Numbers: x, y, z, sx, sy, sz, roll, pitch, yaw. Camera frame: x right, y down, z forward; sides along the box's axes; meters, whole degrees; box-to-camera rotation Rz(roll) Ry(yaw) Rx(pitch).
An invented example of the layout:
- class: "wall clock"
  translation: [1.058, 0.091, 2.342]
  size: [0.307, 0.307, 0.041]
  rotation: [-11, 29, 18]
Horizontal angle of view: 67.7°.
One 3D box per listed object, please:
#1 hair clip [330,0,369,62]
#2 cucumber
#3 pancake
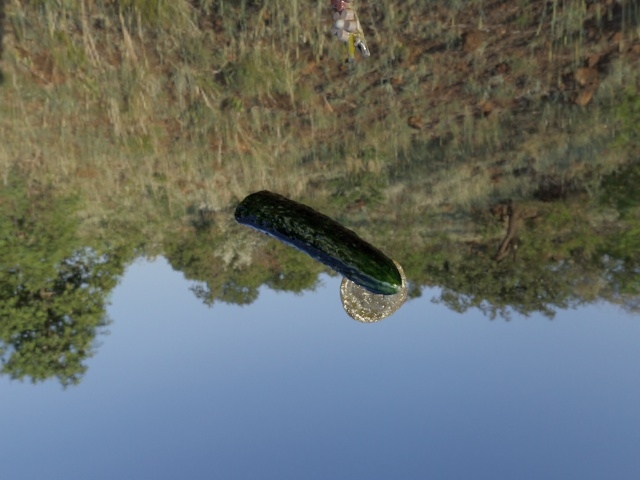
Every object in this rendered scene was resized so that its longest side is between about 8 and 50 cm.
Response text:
- class: "hair clip"
  translation: [0.043, -0.436, 0.870]
  size: [0.056, 0.214, 0.062]
  rotation: [-22, -165, -30]
- class: "cucumber"
  translation: [0.000, 0.000, 0.534]
  size: [0.215, 0.058, 0.052]
  rotation: [28, 163, 25]
- class: "pancake"
  translation: [0.113, 0.105, 1.001]
  size: [0.152, 0.151, 0.025]
  rotation: [-2, -172, -8]
